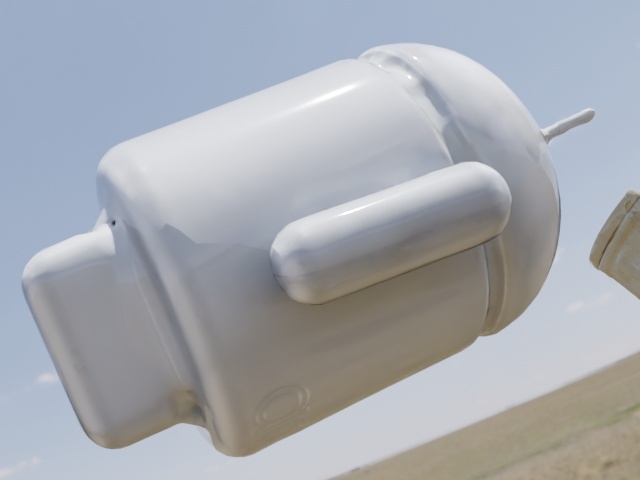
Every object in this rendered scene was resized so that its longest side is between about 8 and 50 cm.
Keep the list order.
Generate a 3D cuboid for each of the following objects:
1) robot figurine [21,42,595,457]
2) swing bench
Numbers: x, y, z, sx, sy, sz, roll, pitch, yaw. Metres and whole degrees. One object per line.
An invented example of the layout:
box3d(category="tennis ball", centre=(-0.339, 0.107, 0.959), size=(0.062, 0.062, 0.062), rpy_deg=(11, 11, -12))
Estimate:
box3d(category="robot figurine", centre=(0.000, 0.000, 0.601), size=(0.353, 0.200, 0.300), rpy_deg=(-24, 8, -16))
box3d(category="swing bench", centre=(0.573, -0.001, 1.400), size=(0.254, 0.253, 0.165), rpy_deg=(-44, -26, -13))
